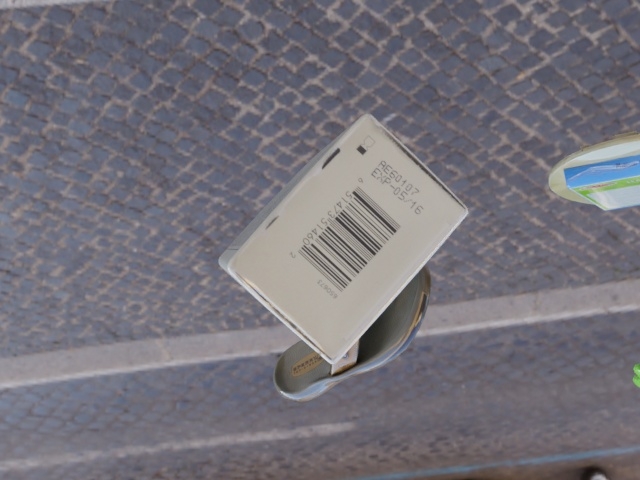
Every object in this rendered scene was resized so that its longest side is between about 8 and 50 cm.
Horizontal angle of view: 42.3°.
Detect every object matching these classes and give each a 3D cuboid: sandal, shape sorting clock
[{"bbox_3d":[0.022,0.092,0.844,0.219,0.090,0.060,-33,132,30],"label":"sandal"},{"bbox_3d":[0.336,-0.071,0.834,0.206,0.040,0.206,-2,168,0],"label":"shape sorting clock"}]

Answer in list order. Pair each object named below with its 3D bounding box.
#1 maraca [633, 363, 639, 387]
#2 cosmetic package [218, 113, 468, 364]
[{"bbox_3d":[0.415,0.175,0.884,0.127,0.099,0.185,48,164,-14],"label":"maraca"},{"bbox_3d":[0.000,0.000,0.745,0.113,0.309,0.160,43,85,-5],"label":"cosmetic package"}]
